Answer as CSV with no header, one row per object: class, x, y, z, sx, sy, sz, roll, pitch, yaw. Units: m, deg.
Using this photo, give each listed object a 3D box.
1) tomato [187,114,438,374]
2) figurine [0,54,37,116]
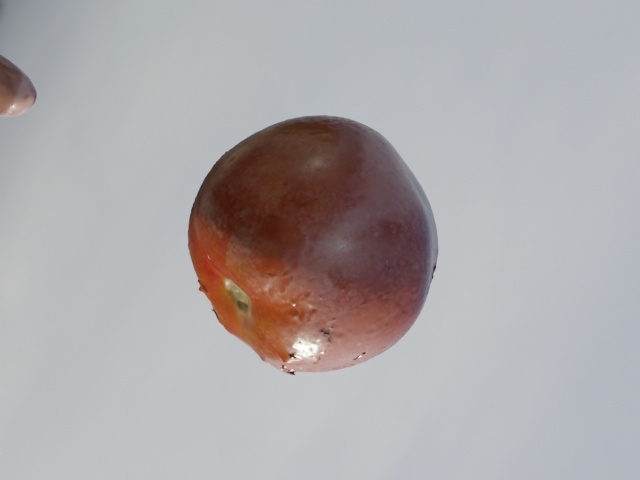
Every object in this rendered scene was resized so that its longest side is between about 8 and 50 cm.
tomato,0.000,0.000,1.532,0.184,0.208,0.208,-35,-177,-23
figurine,-0.406,-0.115,1.377,0.421,0.154,0.193,-5,-157,36
